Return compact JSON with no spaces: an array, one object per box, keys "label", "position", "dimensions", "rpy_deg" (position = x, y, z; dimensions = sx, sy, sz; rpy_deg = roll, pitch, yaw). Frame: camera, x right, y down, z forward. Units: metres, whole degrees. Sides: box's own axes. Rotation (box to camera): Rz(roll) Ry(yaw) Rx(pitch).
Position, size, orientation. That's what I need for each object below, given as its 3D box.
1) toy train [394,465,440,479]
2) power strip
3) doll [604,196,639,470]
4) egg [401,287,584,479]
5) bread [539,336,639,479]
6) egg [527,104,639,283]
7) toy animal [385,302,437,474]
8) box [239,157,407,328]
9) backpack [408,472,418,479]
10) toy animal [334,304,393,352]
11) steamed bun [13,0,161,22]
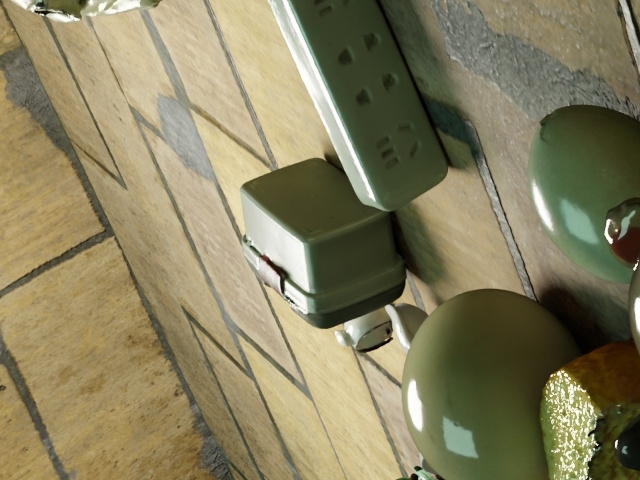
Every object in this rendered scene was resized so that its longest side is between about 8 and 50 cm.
[{"label":"toy train","position":[0.163,0.419,2.507],"dimensions":[0.163,0.112,0.203],"rpy_deg":[36,156,45]},{"label":"power strip","position":[0.014,-0.210,1.773],"dimensions":[0.062,0.091,0.385],"rpy_deg":[24,142,63]},{"label":"doll","position":[0.323,0.095,1.233],"dimensions":[0.235,0.174,0.330],"rpy_deg":[8,138,32]},{"label":"egg","position":[0.170,0.145,1.764],"dimensions":[0.241,0.186,0.186],"rpy_deg":[-103,-6,-55]},{"label":"bread","position":[0.267,0.168,1.608],"dimensions":[0.260,0.129,0.134],"rpy_deg":[90,166,-45]},{"label":"egg","position":[0.220,-0.037,1.383],"dimensions":[0.152,0.114,0.114],"rpy_deg":[54,165,14]},{"label":"toy animal","position":[0.152,0.150,2.075],"dimensions":[0.104,0.131,0.221],"rpy_deg":[24,-141,-39]},{"label":"box","position":[0.000,0.000,2.146],"dimensions":[0.210,0.148,0.129],"rpy_deg":[39,144,53]},{"label":"backpack","position":[0.206,0.456,2.234],"dimensions":[0.378,0.201,0.353],"rpy_deg":[43,161,22]},{"label":"toy animal","position":[0.040,0.082,2.317],"dimensions":[0.124,0.085,0.071],"rpy_deg":[59,-176,23]},{"label":"steamed bun","position":[-0.239,-0.363,1.995],"dimensions":[0.320,0.275,0.206],"rpy_deg":[29,179,39]}]
